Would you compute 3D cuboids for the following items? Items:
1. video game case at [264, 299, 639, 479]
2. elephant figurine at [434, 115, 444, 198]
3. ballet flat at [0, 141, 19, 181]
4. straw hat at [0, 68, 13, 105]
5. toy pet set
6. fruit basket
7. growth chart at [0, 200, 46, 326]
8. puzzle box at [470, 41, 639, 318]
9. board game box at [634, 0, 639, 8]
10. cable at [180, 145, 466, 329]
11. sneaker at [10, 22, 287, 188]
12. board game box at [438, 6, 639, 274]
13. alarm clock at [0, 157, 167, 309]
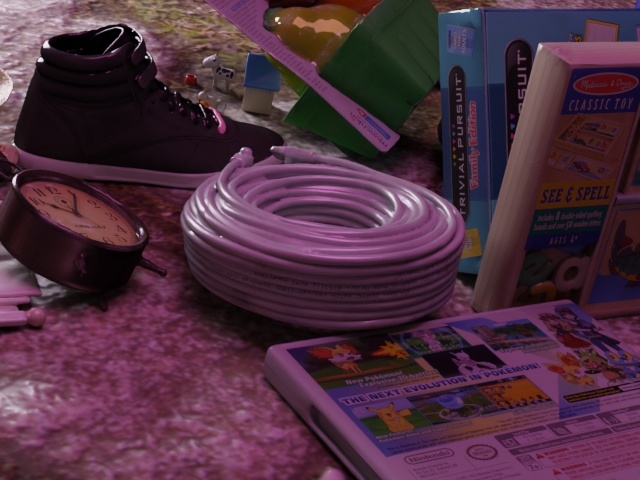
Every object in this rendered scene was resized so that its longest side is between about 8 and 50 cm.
[{"bbox_3d":[0.165,0.152,1.225,0.329,0.036,0.300,-7,31,-31],"label":"video game case"},{"bbox_3d":[0.197,-0.144,1.695,0.239,0.169,0.186,-12,13,-19],"label":"elephant figurine"},{"bbox_3d":[-0.356,-0.071,1.442,0.057,0.049,0.173,31,32,32],"label":"ballet flat"},{"bbox_3d":[-0.373,-0.117,1.517,0.144,0.061,0.144,-5,34,3],"label":"straw hat"},{"bbox_3d":[-0.104,-0.186,1.756,0.114,0.065,0.122,9,27,-5],"label":"toy pet set"},{"bbox_3d":[-0.023,-0.255,1.720,0.353,0.165,0.327,34,29,2],"label":"fruit basket"},{"bbox_3d":[-0.326,0.017,1.313,0.171,0.021,0.237,1,28,-18],"label":"growth chart"},{"bbox_3d":[0.352,-0.058,1.449,0.408,0.272,0.052,-5,30,-28],"label":"puzzle box"},{"bbox_3d":[0.502,-0.164,1.763,0.291,0.232,0.141,8,26,-9],"label":"board game box"},{"bbox_3d":[0.000,0.000,1.367,0.257,0.089,0.257,14,22,20],"label":"cable"},{"bbox_3d":[-0.162,-0.140,1.550,0.295,0.147,0.104,1,26,-22],"label":"sneaker"},{"bbox_3d":[0.279,-0.107,1.532,0.336,0.254,0.079,-5,6,-30],"label":"board game box"},{"bbox_3d":[-0.233,-0.017,1.341,0.192,0.064,0.129,43,23,29],"label":"alarm clock"}]
